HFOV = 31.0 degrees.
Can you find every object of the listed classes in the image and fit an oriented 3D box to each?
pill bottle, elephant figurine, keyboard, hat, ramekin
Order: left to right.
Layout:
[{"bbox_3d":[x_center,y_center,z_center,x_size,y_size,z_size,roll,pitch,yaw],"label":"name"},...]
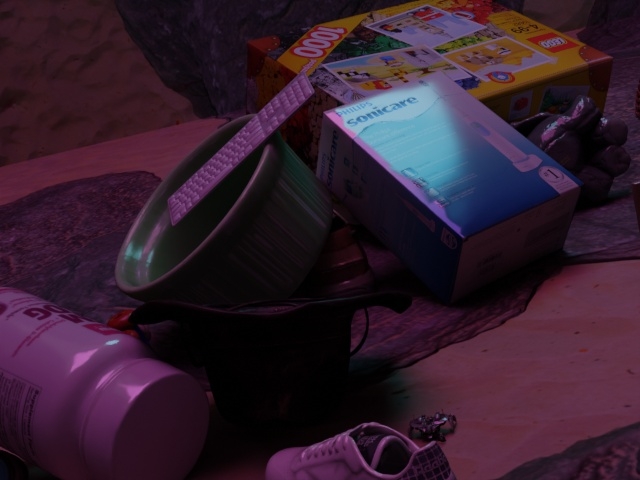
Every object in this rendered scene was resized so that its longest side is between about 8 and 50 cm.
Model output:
[{"bbox_3d":[-0.261,0.158,1.200,0.283,0.160,0.160,17,31,35],"label":"pill bottle"},{"bbox_3d":[-0.124,-0.010,1.566,0.303,0.148,0.303,-37,27,23],"label":"ramekin"},{"bbox_3d":[-0.106,-0.118,1.495,0.256,0.014,0.072,-42,26,13],"label":"keyboard"},{"bbox_3d":[-0.052,0.127,1.223,0.331,0.134,0.331,-2,-5,0],"label":"hat"},{"bbox_3d":[0.365,-0.128,1.808,0.169,0.186,0.239,-62,13,-6],"label":"elephant figurine"}]

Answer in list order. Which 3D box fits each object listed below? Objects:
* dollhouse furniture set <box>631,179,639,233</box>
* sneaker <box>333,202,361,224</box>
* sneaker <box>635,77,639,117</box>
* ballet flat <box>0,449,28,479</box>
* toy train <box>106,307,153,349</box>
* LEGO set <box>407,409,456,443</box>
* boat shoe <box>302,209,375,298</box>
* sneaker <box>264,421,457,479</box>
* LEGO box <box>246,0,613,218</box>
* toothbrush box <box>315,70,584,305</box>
[{"bbox_3d":[0.452,-0.011,1.289,0.144,0.123,0.151,-15,15,-2],"label":"dollhouse furniture set"},{"bbox_3d":[0.110,-0.096,1.999,0.118,0.110,0.292,20,37,41],"label":"sneaker"},{"bbox_3d":[0.646,-0.262,2.135,0.092,0.088,0.225,5,14,-6],"label":"sneaker"},{"bbox_3d":[-0.413,0.273,1.223,0.213,0.072,0.068,-14,-12,0],"label":"ballet flat"},{"bbox_3d":[-0.268,0.160,1.426,0.143,0.105,0.248,-29,16,-3],"label":"toy train"},{"bbox_3d":[0.097,0.182,1.117,0.054,0.023,0.083,0,21,44],"label":"LEGO set"},{"bbox_3d":[0.000,0.000,1.688,0.123,0.116,0.324,-18,15,-13],"label":"boat shoe"},{"bbox_3d":[0.032,0.198,0.992,0.090,0.095,0.235,-28,19,-37],"label":"sneaker"},{"bbox_3d":[0.177,-0.239,1.961,0.500,0.193,0.372,-20,39,-32],"label":"LEGO box"},{"bbox_3d":[0.165,-0.080,1.551,0.216,0.126,0.295,-24,52,-30],"label":"toothbrush box"}]
